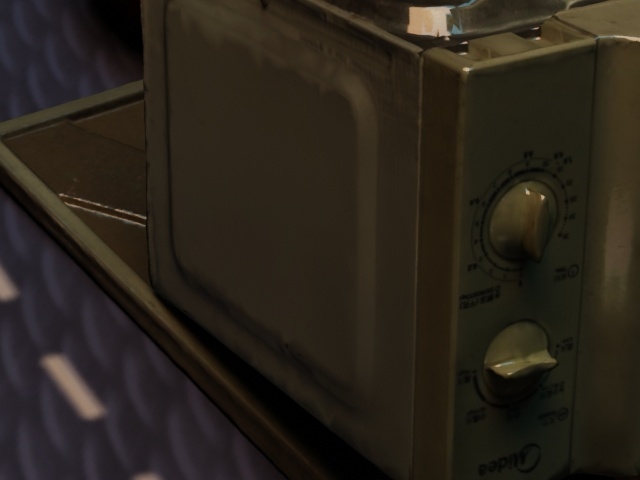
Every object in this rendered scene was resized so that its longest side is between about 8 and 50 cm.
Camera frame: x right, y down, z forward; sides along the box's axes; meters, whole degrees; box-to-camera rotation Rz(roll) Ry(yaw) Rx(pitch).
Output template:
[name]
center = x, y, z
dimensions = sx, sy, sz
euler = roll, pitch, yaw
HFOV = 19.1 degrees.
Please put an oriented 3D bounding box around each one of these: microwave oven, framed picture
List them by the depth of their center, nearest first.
[microwave oven]
center = 0.127, -0.068, 0.871
dimensions = 0.355, 0.218, 0.286
euler = -15, 30, -29
[framed picture]
center = 0.000, 0.000, 0.993
dimensions = 0.240, 0.020, 0.324
euler = -23, 48, -35

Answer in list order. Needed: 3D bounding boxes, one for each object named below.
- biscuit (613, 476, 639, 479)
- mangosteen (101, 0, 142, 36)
[biscuit]
center = 0.148, 0.060, 0.888
dimensions = 0.133, 0.027, 0.184
euler = -12, 29, -29
[mangosteen]
center = -0.053, -0.190, 1.114
dimensions = 0.180, 0.166, 0.166
euler = -4, 39, -32
